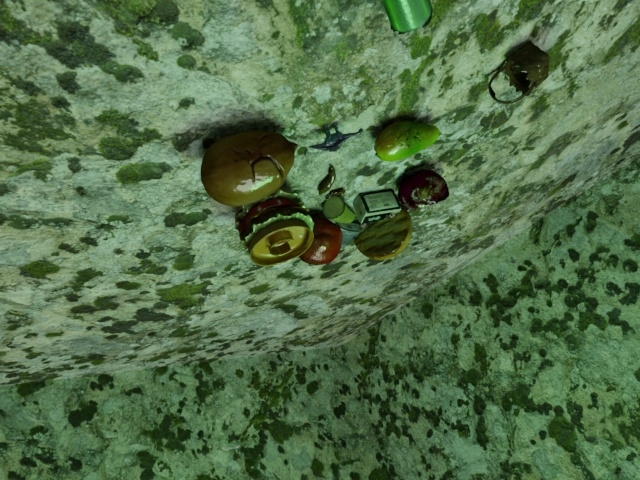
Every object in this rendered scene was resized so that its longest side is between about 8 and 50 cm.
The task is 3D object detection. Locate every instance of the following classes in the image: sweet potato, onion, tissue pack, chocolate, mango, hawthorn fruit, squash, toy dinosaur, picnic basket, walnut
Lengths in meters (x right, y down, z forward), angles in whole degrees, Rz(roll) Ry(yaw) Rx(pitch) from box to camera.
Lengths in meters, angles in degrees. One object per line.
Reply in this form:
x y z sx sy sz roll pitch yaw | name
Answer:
0.029 -0.212 1.633 0.041 0.038 0.153 -32 162 -37 | sweet potato
0.404 -0.209 1.835 0.195 0.140 0.218 -26 -169 10 | onion
0.230 -0.139 1.852 0.170 0.103 0.090 -9 155 -25 | tissue pack
0.153 -0.578 0.960 0.110 0.110 0.291 -29 151 15 | chocolate
0.285 -0.337 1.506 0.232 0.111 0.125 -19 159 -9 | mango
0.000 0.000 1.836 0.205 0.205 0.253 -39 154 32 | hawthorn fruit
0.095 -0.022 2.020 0.112 0.051 0.156 7 145 -29 | tissue pack
0.098 -0.112 1.841 0.094 0.094 0.224 -32 159 20 | squash
0.036 -0.313 1.394 0.197 0.080 0.045 -22 157 0 | toy dinosaur
0.608 -0.504 1.407 0.178 0.128 0.138 -38 150 10 | picnic basket
-0.192 -0.215 1.280 0.297 0.203 0.203 -28 156 -12 | walnut

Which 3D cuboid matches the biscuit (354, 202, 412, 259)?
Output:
0.282 -0.023 1.966 0.274 0.213 0.091 -37 149 16 | biscuit

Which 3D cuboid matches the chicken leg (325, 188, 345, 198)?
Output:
0.057 -0.180 1.734 0.083 0.021 0.036 -19 164 -4 | chicken leg

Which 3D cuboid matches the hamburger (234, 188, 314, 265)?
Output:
-0.167 -0.061 1.570 0.274 0.212 0.274 -20 153 -11 | hamburger
